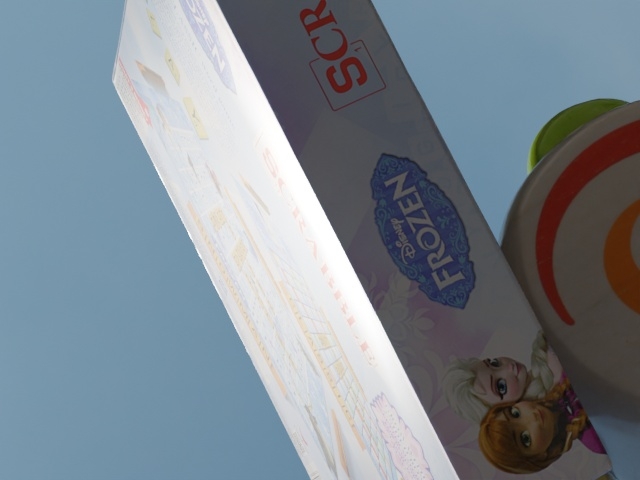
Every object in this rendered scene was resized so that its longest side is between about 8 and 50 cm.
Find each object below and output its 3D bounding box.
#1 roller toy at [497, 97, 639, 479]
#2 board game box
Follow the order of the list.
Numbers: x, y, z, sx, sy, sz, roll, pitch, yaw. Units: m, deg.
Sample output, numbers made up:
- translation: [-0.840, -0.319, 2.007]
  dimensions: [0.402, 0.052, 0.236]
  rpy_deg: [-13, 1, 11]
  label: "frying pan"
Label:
- translation: [0.189, 0.039, 0.972]
  dimensions: [0.191, 0.146, 0.209]
  rpy_deg: [6, -117, 18]
  label: "roller toy"
- translation: [0.000, 0.000, 0.946]
  dimensions: [0.066, 0.318, 0.318]
  rpy_deg: [-25, -97, -13]
  label: "board game box"
